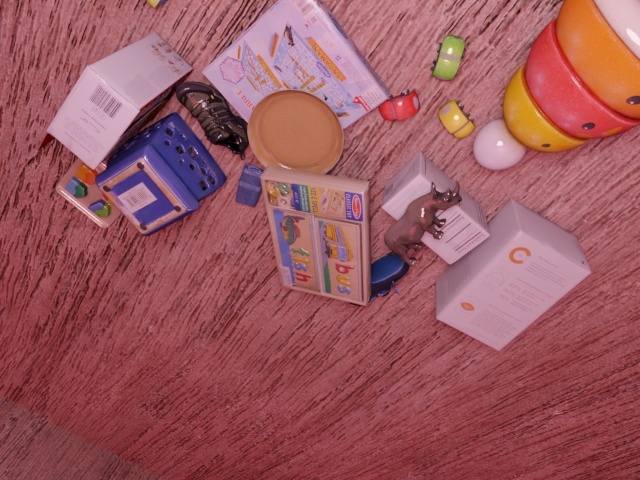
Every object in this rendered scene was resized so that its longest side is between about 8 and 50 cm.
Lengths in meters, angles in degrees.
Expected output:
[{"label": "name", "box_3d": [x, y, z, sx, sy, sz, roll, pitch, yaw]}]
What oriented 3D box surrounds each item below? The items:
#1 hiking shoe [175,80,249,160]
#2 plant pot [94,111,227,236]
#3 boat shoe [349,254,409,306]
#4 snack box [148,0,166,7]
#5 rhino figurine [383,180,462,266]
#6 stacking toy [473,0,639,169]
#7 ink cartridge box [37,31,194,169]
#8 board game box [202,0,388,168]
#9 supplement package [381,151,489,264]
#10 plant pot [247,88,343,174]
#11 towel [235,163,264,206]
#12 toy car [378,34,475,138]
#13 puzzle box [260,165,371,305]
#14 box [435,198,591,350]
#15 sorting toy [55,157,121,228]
[{"label": "hiking shoe", "box_3d": [-0.259, -0.297, 1.241, 0.086, 0.114, 0.227, -36, 126, 26]}, {"label": "plant pot", "box_3d": [-0.429, -0.161, 1.333, 0.236, 0.212, 0.236, -23, 117, 24]}, {"label": "boat shoe", "box_3d": [0.174, 0.119, 1.487, 0.089, 0.109, 0.258, 35, 140, -21]}, {"label": "snack box", "box_3d": [-0.375, -0.646, 1.074, 0.175, 0.070, 0.207, -34, 113, 29]}, {"label": "rhino figurine", "box_3d": [0.244, -0.049, 1.188, 0.106, 0.073, 0.243, 30, 124, -12]}, {"label": "stacking toy", "box_3d": [0.511, -0.298, 1.044, 0.351, 0.350, 0.480, 32, 142, -11]}, {"label": "ink cartridge box", "box_3d": [-0.472, -0.313, 1.177, 0.130, 0.309, 0.272, 42, 122, -17]}, {"label": "board game box", "box_3d": [-0.059, -0.379, 1.196, 0.318, 0.065, 0.318, -30, 114, 28]}, {"label": "supplement package", "box_3d": [0.294, -0.081, 1.285, 0.244, 0.139, 0.134, 39, 123, -14]}, {"label": "plant pot", "box_3d": [-0.059, -0.256, 1.222, 0.237, 0.032, 0.236, 6, 126, 8]}, {"label": "towel", "box_3d": [-0.195, -0.153, 1.402, 0.067, 0.029, 0.119, 21, 125, -3]}, {"label": "toy car", "box_3d": [0.269, -0.352, 1.156, 0.239, 0.053, 0.224, 15, 126, 1]}, {"label": "puzzle box", "box_3d": [0.000, 0.000, 1.341, 0.272, 0.052, 0.408, 10, 135, 18]}, {"label": "box", "box_3d": [0.495, 0.099, 1.351, 0.215, 0.168, 0.345, 28, 125, -8]}, {"label": "sorting toy", "box_3d": [-0.668, -0.147, 1.497, 0.208, 0.038, 0.193, -36, 111, 29]}]
